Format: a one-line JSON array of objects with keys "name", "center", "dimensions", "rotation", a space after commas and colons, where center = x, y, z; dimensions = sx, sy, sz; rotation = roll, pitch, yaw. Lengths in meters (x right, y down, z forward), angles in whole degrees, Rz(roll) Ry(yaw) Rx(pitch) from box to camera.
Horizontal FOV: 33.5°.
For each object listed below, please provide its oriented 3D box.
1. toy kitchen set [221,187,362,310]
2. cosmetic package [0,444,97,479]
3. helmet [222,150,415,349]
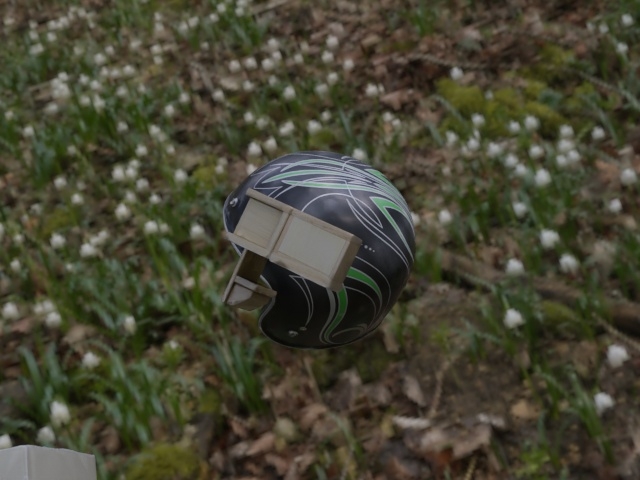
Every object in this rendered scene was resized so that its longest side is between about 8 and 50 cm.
[{"name": "toy kitchen set", "center": [-0.012, 0.021, 0.631], "dimensions": [0.075, 0.068, 0.083], "rotation": [25, -1, 25]}, {"name": "cosmetic package", "center": [-0.245, 0.317, 0.821], "dimensions": [0.129, 0.296, 0.153], "rotation": [-10, -17, 7]}, {"name": "helmet", "center": [0.000, 0.000, 0.944], "dimensions": [0.169, 0.169, 0.161], "rotation": [-19, -43, -20]}]
